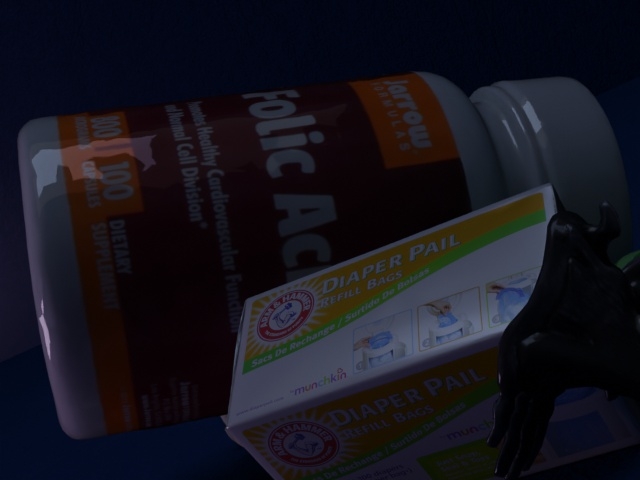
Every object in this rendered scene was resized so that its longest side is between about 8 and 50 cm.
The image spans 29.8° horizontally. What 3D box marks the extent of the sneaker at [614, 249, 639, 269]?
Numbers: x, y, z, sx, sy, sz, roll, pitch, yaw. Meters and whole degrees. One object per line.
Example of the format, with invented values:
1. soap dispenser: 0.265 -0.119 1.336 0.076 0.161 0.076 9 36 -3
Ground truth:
1. sneaker: 0.263 -0.001 0.635 0.109 0.123 0.295 -28 7 -29

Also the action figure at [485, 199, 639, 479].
1. action figure: 0.197 0.064 0.333 0.276 0.140 0.164 15 21 36

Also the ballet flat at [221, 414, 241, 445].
1. ballet flat: -0.052 0.132 0.965 0.070 0.070 0.188 -25 5 -9

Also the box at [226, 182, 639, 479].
1. box: 0.062 0.071 0.680 0.203 0.114 0.103 -22 36 22

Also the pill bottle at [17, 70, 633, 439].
1. pill bottle: 0.000 0.000 0.850 0.392 0.224 0.224 -9 4 -11
